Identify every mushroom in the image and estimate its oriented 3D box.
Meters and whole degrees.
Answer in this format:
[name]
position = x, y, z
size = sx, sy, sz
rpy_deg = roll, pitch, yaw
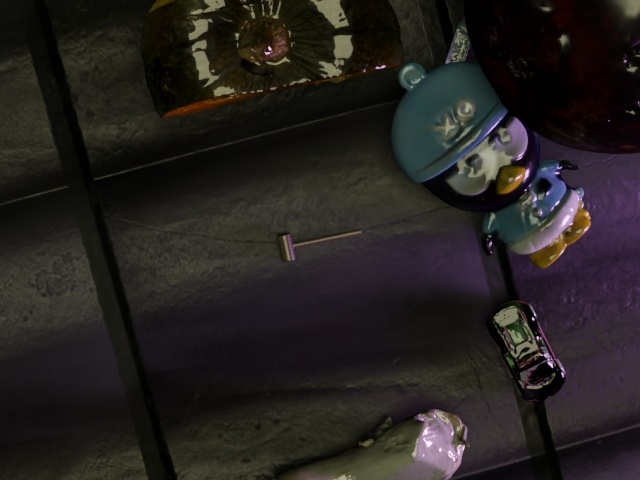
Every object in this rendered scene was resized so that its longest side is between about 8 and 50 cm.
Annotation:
[mushroom]
position = 0.062, 0.298, 1.804
size = 0.278, 0.096, 0.099
rpy_deg = -21, 95, 5

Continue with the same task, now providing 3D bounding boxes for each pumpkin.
[pumpkin]
position = -0.060, -0.241, 1.676
size = 0.317, 0.222, 0.139
rpy_deg = -9, 90, 1

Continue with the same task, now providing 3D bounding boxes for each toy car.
[toy car]
position = 0.270, 0.147, 1.813
size = 0.069, 0.055, 0.142
rpy_deg = -27, 95, 5

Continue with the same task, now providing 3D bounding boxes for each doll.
[doll]
position = 0.208, -0.105, 1.743
size = 0.177, 0.141, 0.314
rpy_deg = -44, 101, 2

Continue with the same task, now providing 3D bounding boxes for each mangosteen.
[mangosteen]
position = 0.356, -0.289, 1.623
size = 0.381, 0.421, 0.381
rpy_deg = 6, 104, 28

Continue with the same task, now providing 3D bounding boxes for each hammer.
[hammer]
position = 0.000, 0.000, 1.811
size = 0.110, 0.019, 0.035
rpy_deg = -11, 96, -6

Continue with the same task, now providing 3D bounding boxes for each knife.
[knife]
position = 0.188, -0.272, 1.787
size = 0.028, 0.015, 0.210
rpy_deg = 18, 96, -9
